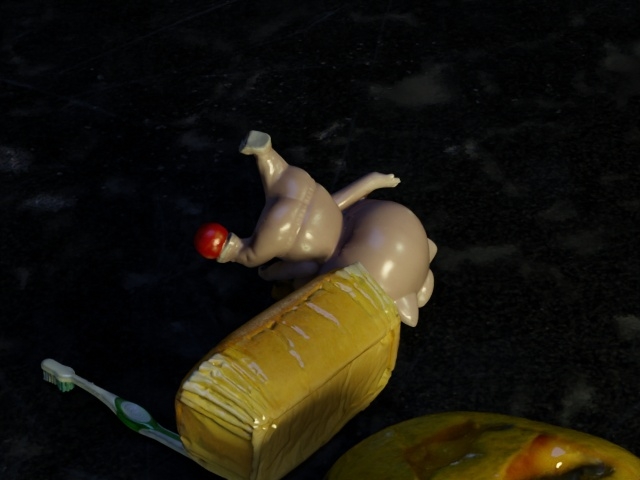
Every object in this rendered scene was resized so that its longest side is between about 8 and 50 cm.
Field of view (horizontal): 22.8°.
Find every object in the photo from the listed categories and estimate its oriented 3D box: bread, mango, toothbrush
[{"bbox_3d":[-0.028,0.146,1.737,0.119,0.152,0.288,32,46,26],"label":"bread"},{"bbox_3d":[0.155,0.267,1.485,0.365,0.182,0.253,-6,22,32],"label":"mango"},{"bbox_3d":[-0.203,0.201,1.788,0.304,0.030,0.030,23,45,29],"label":"toothbrush"}]

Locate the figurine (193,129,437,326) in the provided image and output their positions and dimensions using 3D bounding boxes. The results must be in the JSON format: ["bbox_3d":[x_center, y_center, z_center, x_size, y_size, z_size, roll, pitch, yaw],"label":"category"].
[{"bbox_3d":[0.000,0.000,1.900,0.287,0.186,0.176,24,54,-17],"label":"figurine"}]
